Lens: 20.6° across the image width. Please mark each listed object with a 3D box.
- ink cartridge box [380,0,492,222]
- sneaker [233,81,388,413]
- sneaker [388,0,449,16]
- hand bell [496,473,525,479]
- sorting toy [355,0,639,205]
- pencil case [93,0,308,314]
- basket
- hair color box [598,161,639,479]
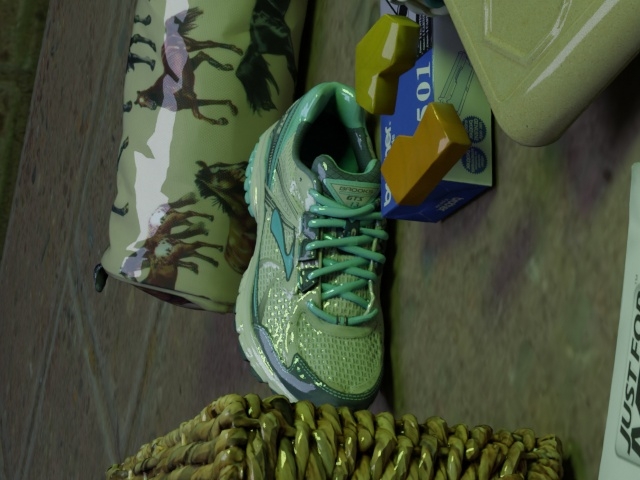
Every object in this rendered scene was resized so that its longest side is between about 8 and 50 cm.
[{"bbox_3d":[0.078,-0.125,1.219,0.097,0.046,0.207,144,129,-65],"label":"ink cartridge box"},{"bbox_3d":[0.000,0.000,1.322,0.122,0.110,0.283,123,147,-47],"label":"sneaker"},{"bbox_3d":[0.046,-0.195,1.152,0.228,0.087,0.092,-3,82,39],"label":"sneaker"},{"bbox_3d":[0.136,0.192,0.778,0.242,0.126,0.126,56,138,44],"label":"hand bell"},{"bbox_3d":[0.113,-0.172,1.020,0.307,0.041,0.229,-50,52,39],"label":"sorting toy"},{"bbox_3d":[-0.104,-0.146,1.577,0.183,0.160,0.410,16,101,56],"label":"pencil case"},{"bbox_3d":[-0.003,0.229,1.079,0.299,0.223,0.213,143,133,-63],"label":"basket"},{"bbox_3d":[0.236,0.077,0.617,0.374,0.113,0.185,-165,81,-70],"label":"hair color box"}]
